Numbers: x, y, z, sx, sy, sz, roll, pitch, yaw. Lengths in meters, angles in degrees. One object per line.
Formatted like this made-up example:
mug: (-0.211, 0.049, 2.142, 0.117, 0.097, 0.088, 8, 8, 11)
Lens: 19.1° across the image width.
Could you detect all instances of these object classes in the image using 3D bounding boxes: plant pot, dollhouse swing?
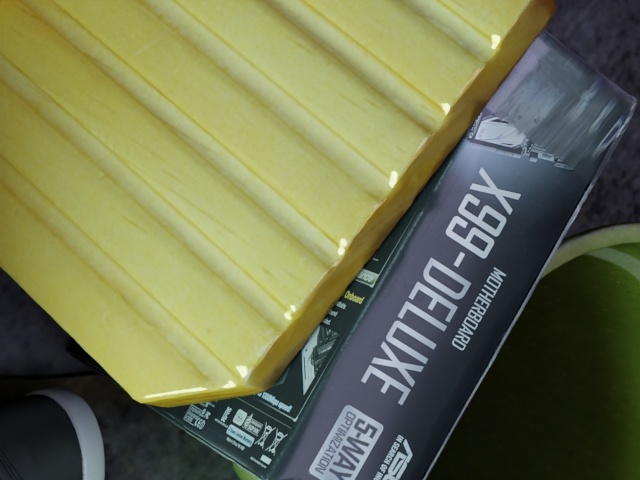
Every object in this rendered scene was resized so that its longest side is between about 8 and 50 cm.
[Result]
plant pot: (0.080, 0.107, 1.081, 0.276, 0.254, 0.276, -8, 103, -35)
dollhouse swing: (-0.131, -0.141, 0.824, 0.347, 0.305, 0.315, -52, 139, 8)

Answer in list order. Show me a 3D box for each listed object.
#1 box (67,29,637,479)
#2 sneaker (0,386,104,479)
box: (0.000, 0.000, 0.989, 0.076, 0.307, 0.242, 33, 83, -25)
sneaker: (-0.199, 0.231, 1.028, 0.147, 0.104, 0.296, -2, 96, -46)
